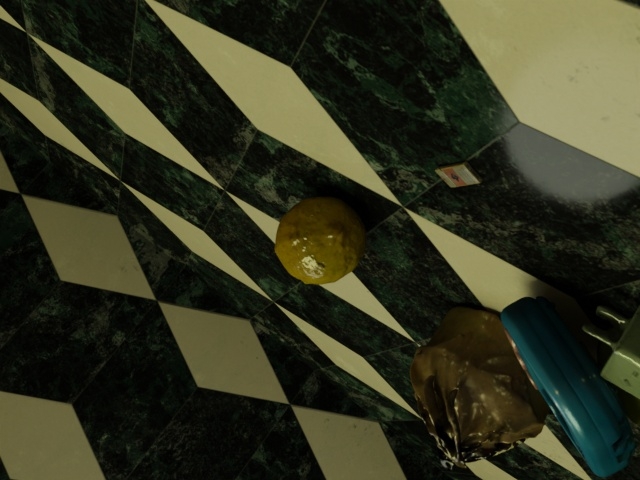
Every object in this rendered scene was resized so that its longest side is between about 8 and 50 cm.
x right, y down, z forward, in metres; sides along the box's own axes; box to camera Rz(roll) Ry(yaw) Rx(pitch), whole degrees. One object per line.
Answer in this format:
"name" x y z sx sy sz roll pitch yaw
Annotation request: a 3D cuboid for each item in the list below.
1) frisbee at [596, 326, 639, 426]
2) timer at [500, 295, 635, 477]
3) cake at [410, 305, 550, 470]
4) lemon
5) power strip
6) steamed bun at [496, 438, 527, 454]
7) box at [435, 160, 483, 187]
"frisbee" 0.588 0.258 1.550 0.236 0.017 0.236 45 151 34
"timer" 0.462 0.268 1.605 0.340 0.115 0.309 52 -171 -50
"cake" 0.338 0.354 1.909 0.332 0.321 0.332 33 159 14
"lemon" 0.000 0.000 1.878 0.192 0.192 0.231 40 154 -8
"power strip" 0.538 0.172 1.389 0.224 0.139 0.140 31 162 19
"steamed bun" 0.418 0.436 2.144 0.170 0.239 0.152 52 -163 -43
"box" 0.234 -0.111 1.466 0.046 0.012 0.083 43 159 -19
